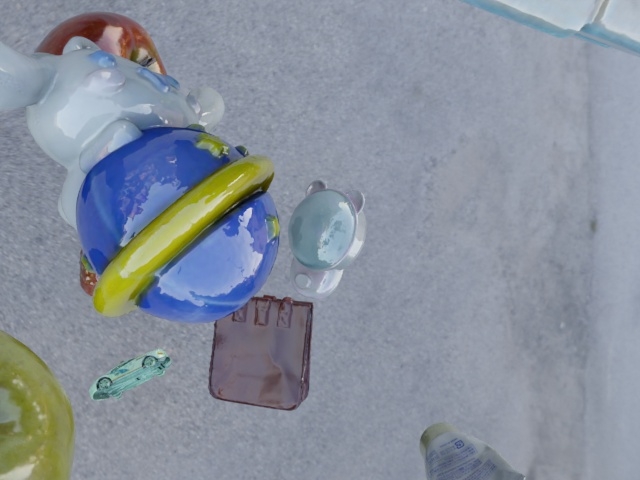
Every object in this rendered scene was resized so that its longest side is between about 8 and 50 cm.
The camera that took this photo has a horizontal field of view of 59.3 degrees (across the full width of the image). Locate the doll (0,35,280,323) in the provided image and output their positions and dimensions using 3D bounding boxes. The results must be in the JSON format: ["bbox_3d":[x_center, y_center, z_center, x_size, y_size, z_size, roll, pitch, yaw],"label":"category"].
[{"bbox_3d":[-0.134,-0.050,0.470,0.242,0.311,0.160,34,112,0],"label":"doll"}]

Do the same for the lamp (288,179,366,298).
[{"bbox_3d":[-0.002,0.001,1.170,0.108,0.179,0.246,11,97,-46],"label":"lamp"}]

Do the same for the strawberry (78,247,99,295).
[{"bbox_3d":[-0.386,-0.016,1.270,0.343,0.292,0.292,-25,113,-30],"label":"strawberry"}]

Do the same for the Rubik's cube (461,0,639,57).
[{"bbox_3d":[0.106,-0.324,0.340,0.315,0.322,0.319,9,118,-23],"label":"Rubik's cube"}]

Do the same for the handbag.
[{"bbox_3d":[-0.147,0.273,1.416,0.084,0.260,0.276,9,85,-75],"label":"handbag"}]

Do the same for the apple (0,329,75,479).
[{"bbox_3d":[-0.346,0.178,0.483,0.194,0.261,0.261,-36,131,23],"label":"apple"}]

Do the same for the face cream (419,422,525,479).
[{"bbox_3d":[0.186,0.309,0.741,0.114,0.224,0.070,-39,91,-3],"label":"face cream"}]

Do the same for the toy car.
[{"bbox_3d":[-0.428,0.297,1.259,0.186,0.058,0.093,-26,154,-9],"label":"toy car"}]

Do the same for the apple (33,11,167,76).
[{"bbox_3d":[-0.371,-0.255,0.928,0.230,0.230,0.230,-8,103,-38],"label":"apple"}]
